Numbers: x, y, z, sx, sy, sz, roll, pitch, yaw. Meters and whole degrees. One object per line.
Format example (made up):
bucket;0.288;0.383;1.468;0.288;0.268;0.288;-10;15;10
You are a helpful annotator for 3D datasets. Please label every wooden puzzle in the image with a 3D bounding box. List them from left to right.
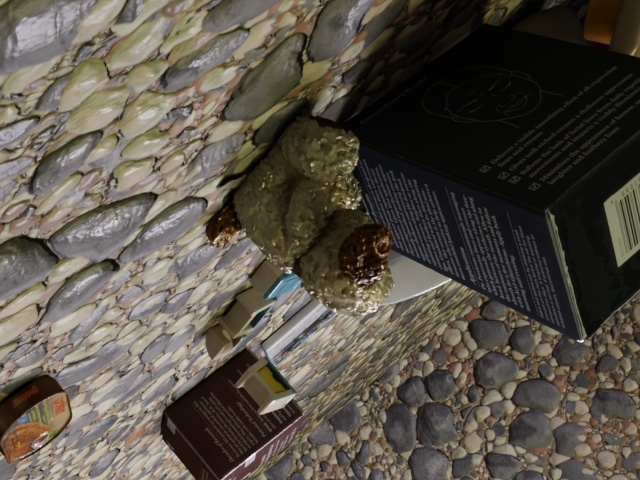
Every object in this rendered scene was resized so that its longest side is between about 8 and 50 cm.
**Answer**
wooden puzzle;0.440;-0.379;1.631;0.348;0.081;0.322;5;101;-76

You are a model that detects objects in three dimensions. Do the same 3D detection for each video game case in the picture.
video game case;-0.033;0.167;2.293;0.190;0.022;0.173;-41;166;-9

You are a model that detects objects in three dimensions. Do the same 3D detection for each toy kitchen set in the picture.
toy kitchen set;-0.058;0.145;1.860;0.207;0.166;0.122;-50;164;29

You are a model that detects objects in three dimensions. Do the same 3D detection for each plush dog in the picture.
plush dog;0.000;0.000;1.462;0.211;0.225;0.262;-40;166;-9

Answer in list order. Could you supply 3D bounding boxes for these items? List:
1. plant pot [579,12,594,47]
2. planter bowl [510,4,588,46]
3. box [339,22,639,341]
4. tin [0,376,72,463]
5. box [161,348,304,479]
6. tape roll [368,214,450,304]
plant pot;0.536;-0.289;1.913;0.280;0.323;0.323;-24;169;10
planter bowl;0.321;-0.264;1.743;0.109;0.162;0.162;-12;158;-11
box;0.269;-0.093;1.499;0.293;0.395;0.212;-37;126;-20
tin;-0.380;0.236;1.530;0.106;0.040;0.189;-32;163;-22
box;-0.164;0.344;2.157;0.203;0.167;0.168;-37;165;-22
tape roll;0.200;-0.042;1.847;0.392;0.072;0.392;-33;-165;10
